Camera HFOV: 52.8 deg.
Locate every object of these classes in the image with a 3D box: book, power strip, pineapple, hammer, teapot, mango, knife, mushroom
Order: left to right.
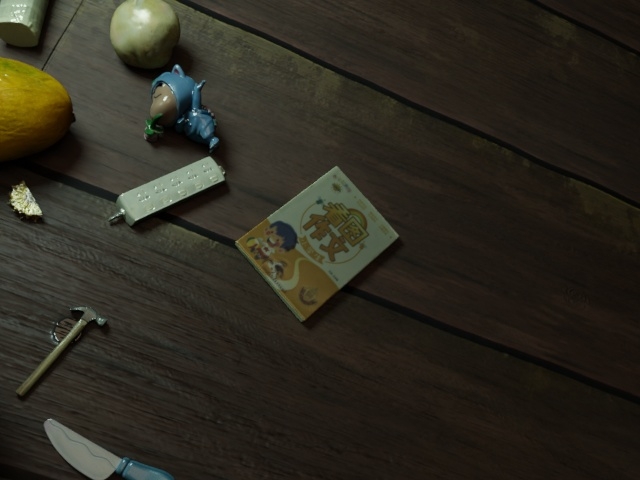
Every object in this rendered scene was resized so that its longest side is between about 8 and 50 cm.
[{"bbox_3d":[-0.614,-0.224,1.115,0.359,0.144,0.187,-10,106,-26],"label":"mango"},{"bbox_3d":[-0.596,-0.488,1.278,0.107,0.077,0.201,3,68,3],"label":"teapot"},{"bbox_3d":[-0.539,-0.068,1.166,0.045,0.019,0.083,-29,81,-32],"label":"pineapple"},{"bbox_3d":[-0.449,0.187,1.100,0.062,0.017,0.182,39,64,-1],"label":"hammer"},{"bbox_3d":[-0.352,0.368,1.060,0.244,0.032,0.058,26,72,-3],"label":"knife"},{"bbox_3d":[-0.355,-0.421,1.309,0.147,0.112,0.148,0,84,2],"label":"mushroom"},{"bbox_3d":[-0.295,-0.094,1.252,0.252,0.027,0.060,-29,81,-26],"label":"power strip"},{"bbox_3d":[0.000,0.000,1.323,0.295,0.020,0.208,-40,85,-27],"label":"book"}]

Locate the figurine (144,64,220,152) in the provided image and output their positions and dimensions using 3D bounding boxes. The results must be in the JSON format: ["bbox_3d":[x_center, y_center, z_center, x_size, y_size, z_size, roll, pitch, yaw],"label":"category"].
[{"bbox_3d":[-0.278,-0.245,1.278,0.144,0.114,0.178,-44,96,-25],"label":"figurine"}]
